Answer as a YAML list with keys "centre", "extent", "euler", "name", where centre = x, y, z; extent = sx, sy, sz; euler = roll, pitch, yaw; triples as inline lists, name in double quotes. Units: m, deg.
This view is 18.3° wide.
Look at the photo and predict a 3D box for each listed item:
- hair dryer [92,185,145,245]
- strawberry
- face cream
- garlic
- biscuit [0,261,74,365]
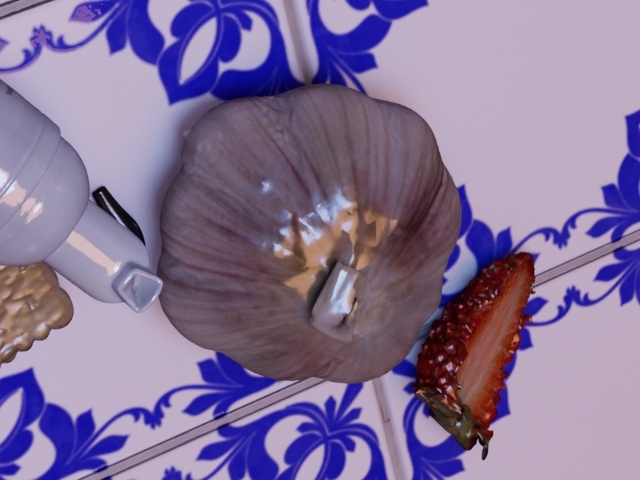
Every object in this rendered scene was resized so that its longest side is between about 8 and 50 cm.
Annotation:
- centre: [-0.219, -0.002, 1.928]
  extent: [0.083, 0.031, 0.079]
  euler: [-34, 110, -3]
  name: "hair dryer"
- centre: [0.164, 0.115, 2.148]
  extent: [0.208, 0.087, 0.167]
  euler: [-61, 148, -25]
  name: "strawberry"
- centre: [-0.298, -0.062, 1.752]
  extent: [0.369, 0.145, 0.145]
  euler: [41, 88, -22]
  name: "face cream"
- centre: [-0.007, -0.008, 1.929]
  extent: [0.322, 0.241, 0.322]
  euler: [-2, 93, -40]
  name: "garlic"
- centre: [-0.404, 0.080, 1.846]
  extent: [0.325, 0.044, 0.217]
  euler: [-37, 118, -14]
  name: "biscuit"
